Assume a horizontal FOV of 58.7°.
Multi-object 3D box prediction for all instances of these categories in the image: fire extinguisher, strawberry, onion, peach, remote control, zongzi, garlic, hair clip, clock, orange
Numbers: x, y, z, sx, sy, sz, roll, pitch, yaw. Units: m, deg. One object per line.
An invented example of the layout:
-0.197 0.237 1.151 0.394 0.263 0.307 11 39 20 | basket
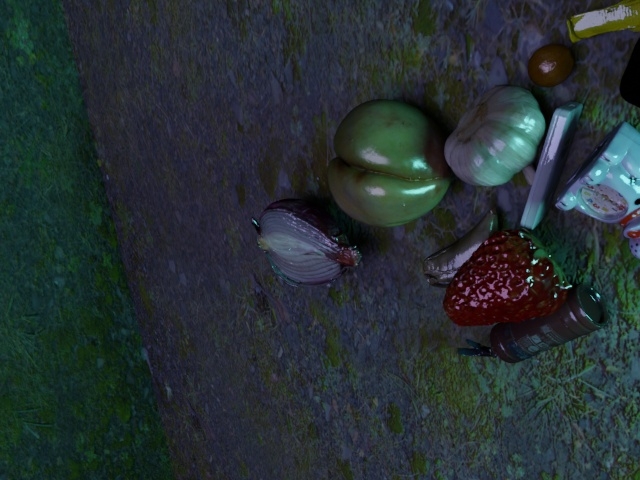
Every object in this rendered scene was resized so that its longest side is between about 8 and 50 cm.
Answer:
0.456 0.204 1.280 0.344 0.138 0.102 -41 36 45 | fire extinguisher
0.368 0.093 1.180 0.244 0.205 0.205 -34 85 20 | strawberry
0.000 0.000 1.587 0.349 0.159 0.267 12 130 31 | onion
0.157 -0.171 1.295 0.293 0.247 0.292 3 98 21 | peach
0.455 -0.145 1.124 0.034 0.103 0.250 26 127 29 | remote control
0.328 0.018 1.319 0.195 0.099 0.197 -2 106 27 | zongzi
0.380 -0.188 1.148 0.212 0.218 0.219 31 142 -22 | garlic
0.522 -0.385 0.981 0.173 0.046 0.072 -6 116 45 | hair clip
0.579 -0.067 1.015 0.254 0.189 0.188 42 134 11 | clock
0.435 -0.330 1.073 0.085 0.085 0.084 21 123 35 | orange

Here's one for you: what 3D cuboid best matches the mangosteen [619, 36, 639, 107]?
0.589 -0.277 0.852 0.243 0.243 0.242 21 123 35 | mangosteen
